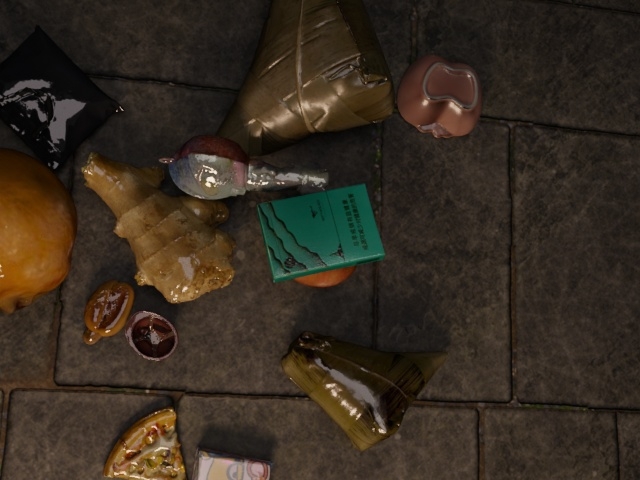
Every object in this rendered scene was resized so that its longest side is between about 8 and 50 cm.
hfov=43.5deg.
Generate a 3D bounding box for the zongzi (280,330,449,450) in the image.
[{"bbox_3d":[0.098,0.249,1.701,0.274,0.145,0.300,44,57,4],"label":"zongzi"}]

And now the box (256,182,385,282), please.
[{"bbox_3d":[-0.001,-0.017,1.600,0.226,0.042,0.161,-12,71,-10],"label":"box"}]

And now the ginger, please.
[{"bbox_3d":[-0.314,-0.054,1.646,0.236,0.166,0.375,-29,92,-8],"label":"ginger"}]

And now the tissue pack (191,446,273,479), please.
[{"bbox_3d":[-0.182,0.487,1.615,0.155,0.065,0.115,12,78,-9],"label":"tissue pack"}]

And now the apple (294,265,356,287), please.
[{"bbox_3d":[0.000,0.000,1.698,0.201,0.162,0.201,2,80,-10],"label":"apple"}]

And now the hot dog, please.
[{"bbox_3d":[-0.433,0.147,1.635,0.090,0.060,0.140,18,69,-4],"label":"hot dog"}]

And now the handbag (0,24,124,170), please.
[{"bbox_3d":[-0.575,-0.295,1.675,0.254,0.089,0.211,45,72,-5],"label":"handbag"}]

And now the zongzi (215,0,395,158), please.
[{"bbox_3d":[-0.122,-0.440,1.756,0.467,0.218,0.500,-17,75,0],"label":"zongzi"}]

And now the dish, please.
[{"bbox_3d":[0.290,-0.343,1.862,0.213,0.090,0.213,2,78,-12],"label":"dish"}]

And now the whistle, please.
[{"bbox_3d":[-0.157,-0.142,1.642,0.346,0.142,0.133,6,56,-7],"label":"whistle"}]

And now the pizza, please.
[{"bbox_3d":[-0.335,0.445,1.606,0.185,0.036,0.176,-33,88,-15],"label":"pizza"}]

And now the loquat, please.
[{"bbox_3d":[-0.619,-0.021,1.496,0.328,0.328,0.328,2,79,-11],"label":"loquat"}]

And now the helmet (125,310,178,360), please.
[{"bbox_3d":[-0.345,0.194,1.641,0.111,0.057,0.089,39,77,-8],"label":"helmet"}]
